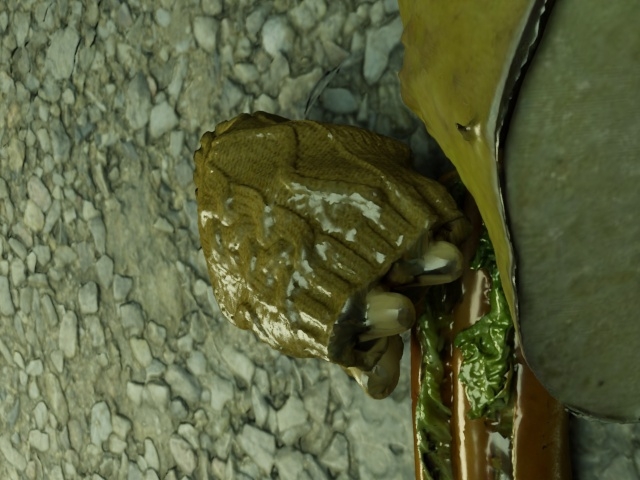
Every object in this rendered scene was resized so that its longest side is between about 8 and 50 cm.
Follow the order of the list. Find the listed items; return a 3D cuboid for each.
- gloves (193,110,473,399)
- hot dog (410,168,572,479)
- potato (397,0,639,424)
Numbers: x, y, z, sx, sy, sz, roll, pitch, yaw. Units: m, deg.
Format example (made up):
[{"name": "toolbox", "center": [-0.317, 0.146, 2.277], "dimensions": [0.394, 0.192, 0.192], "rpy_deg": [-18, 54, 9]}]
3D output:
[{"name": "gloves", "center": [-0.017, 0.001, 0.843], "dimensions": [0.356, 0.155, 0.203], "rpy_deg": [30, 129, 57]}, {"name": "hot dog", "center": [0.127, 0.091, 0.829], "dimensions": [0.135, 0.100, 0.337], "rpy_deg": [5, 99, 40]}, {"name": "potato", "center": [0.187, -0.126, 0.709], "dimensions": [0.296, 0.290, 0.397], "rpy_deg": [-120, 5, -52]}]
